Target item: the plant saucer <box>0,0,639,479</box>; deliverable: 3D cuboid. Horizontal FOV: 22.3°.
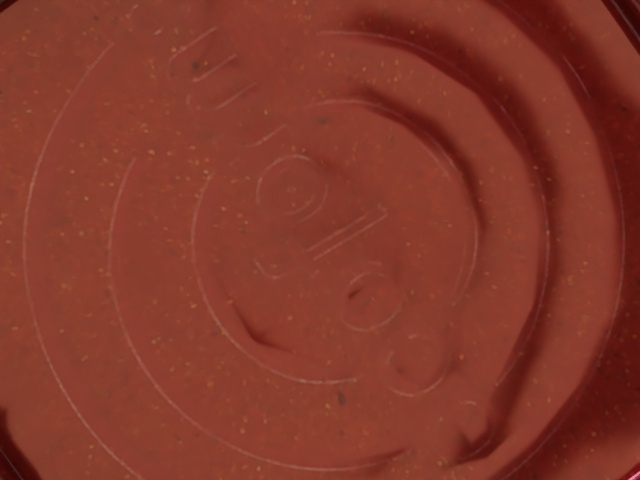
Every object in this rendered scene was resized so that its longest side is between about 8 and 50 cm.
[{"bbox_3d":[0.000,0.000,0.394,0.259,0.048,0.258,-36,92,-4],"label":"plant saucer"}]
